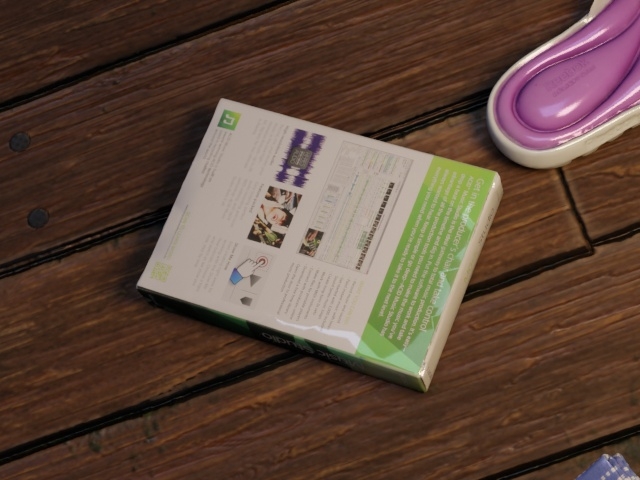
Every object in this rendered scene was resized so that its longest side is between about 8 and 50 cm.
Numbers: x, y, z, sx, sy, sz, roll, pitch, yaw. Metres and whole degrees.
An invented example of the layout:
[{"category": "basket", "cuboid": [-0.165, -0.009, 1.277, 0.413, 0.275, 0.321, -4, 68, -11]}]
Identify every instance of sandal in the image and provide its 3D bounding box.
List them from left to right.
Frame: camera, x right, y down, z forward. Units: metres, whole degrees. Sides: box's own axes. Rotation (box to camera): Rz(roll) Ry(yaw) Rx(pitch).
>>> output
[{"category": "sandal", "cuboid": [0.346, -0.228, 1.757, 0.416, 0.102, 0.169, -43, 65, -7]}]

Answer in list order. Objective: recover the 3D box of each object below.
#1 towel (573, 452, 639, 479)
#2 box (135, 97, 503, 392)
[{"category": "towel", "cuboid": [0.274, 0.384, 1.491, 0.243, 0.040, 0.336, -49, 57, 21]}, {"category": "box", "cuboid": [0.000, 0.000, 1.767, 0.322, 0.058, 0.232, 17, 72, 20]}]
